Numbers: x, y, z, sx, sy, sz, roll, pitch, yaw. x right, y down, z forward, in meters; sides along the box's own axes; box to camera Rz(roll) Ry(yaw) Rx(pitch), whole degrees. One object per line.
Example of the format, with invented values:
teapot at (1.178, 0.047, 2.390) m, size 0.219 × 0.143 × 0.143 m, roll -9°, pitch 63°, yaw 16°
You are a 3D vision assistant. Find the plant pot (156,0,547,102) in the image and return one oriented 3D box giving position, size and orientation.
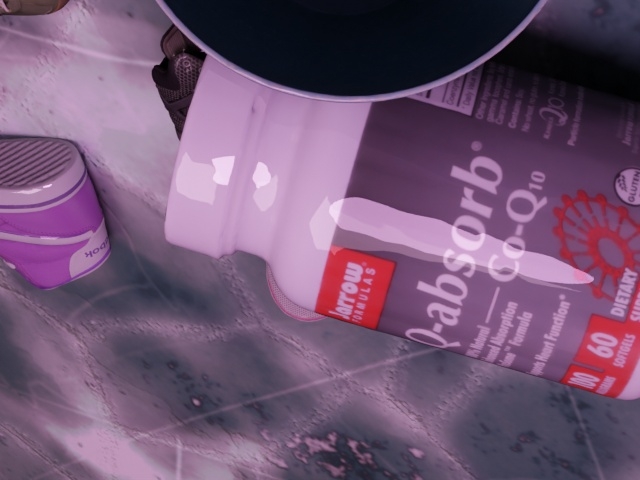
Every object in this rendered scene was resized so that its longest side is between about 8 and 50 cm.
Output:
plant pot at (0.018, -0.227, 1.271) m, size 0.290 × 0.290 × 0.195 m, roll 34°, pitch 179°, yaw 0°

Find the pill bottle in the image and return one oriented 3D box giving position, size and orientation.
pill bottle at (0.086, -0.030, 1.394) m, size 0.363 × 0.210 × 0.210 m, roll 15°, pitch 141°, yaw 2°

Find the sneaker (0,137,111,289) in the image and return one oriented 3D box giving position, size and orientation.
sneaker at (-0.329, -0.019, 1.867) m, size 0.282 × 0.102 × 0.161 m, roll 9°, pitch 140°, yaw 29°

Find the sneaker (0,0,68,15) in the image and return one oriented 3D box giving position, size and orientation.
sneaker at (-0.305, -0.201, 1.655) m, size 0.192 × 0.086 × 0.064 m, roll 8°, pitch 136°, yaw 30°

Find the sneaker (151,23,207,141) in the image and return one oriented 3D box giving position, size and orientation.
sneaker at (-0.045, -0.126, 1.545) m, size 0.227 × 0.087 × 0.130 m, roll 7°, pitch 142°, yaw 39°

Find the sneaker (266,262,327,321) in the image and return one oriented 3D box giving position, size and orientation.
sneaker at (0.000, 0.000, 1.629) m, size 0.103 × 0.111 × 0.252 m, roll 30°, pitch 143°, yaw 5°
